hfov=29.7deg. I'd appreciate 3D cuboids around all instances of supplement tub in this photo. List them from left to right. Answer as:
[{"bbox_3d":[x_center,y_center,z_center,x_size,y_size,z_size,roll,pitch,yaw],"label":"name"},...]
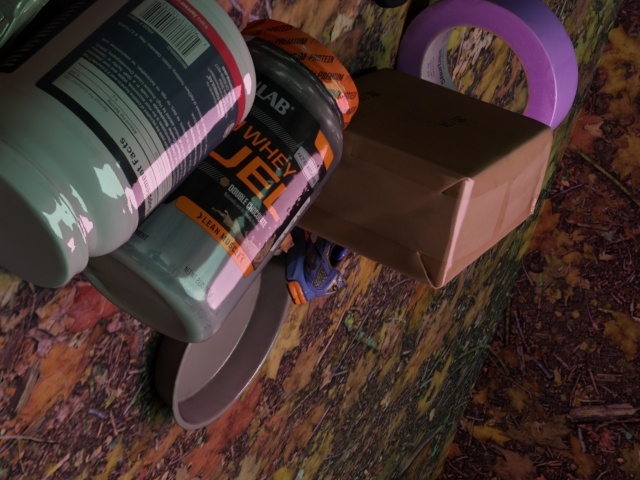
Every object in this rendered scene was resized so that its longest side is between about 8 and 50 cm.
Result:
[{"bbox_3d":[-0.205,-0.108,1.101,0.272,0.191,0.191,-49,156,-30],"label":"supplement tub"},{"bbox_3d":[-0.114,-0.072,1.341,0.338,0.207,0.207,-55,158,-21],"label":"supplement tub"}]

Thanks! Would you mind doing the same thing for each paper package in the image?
[{"bbox_3d":[0.127,-0.105,1.725,0.325,0.309,0.168,-32,140,-54],"label":"paper package"}]

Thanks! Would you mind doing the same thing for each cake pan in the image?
[{"bbox_3d":[-0.141,0.134,1.749,0.293,0.054,0.293,-49,156,-31],"label":"cake pan"}]

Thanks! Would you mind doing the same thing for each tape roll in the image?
[{"bbox_3d":[0.259,-0.261,1.894,0.090,0.274,0.275,-40,150,-45],"label":"tape roll"}]

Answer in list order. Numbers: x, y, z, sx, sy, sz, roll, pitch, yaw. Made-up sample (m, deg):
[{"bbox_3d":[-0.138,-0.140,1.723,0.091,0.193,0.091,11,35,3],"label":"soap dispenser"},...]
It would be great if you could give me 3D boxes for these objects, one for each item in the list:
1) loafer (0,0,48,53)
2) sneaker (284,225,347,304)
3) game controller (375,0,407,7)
[{"bbox_3d":[-0.261,-0.215,1.058,0.125,0.045,0.039,-53,176,-6],"label":"loafer"},{"bbox_3d":[0.000,0.000,1.782,0.083,0.087,0.221,74,15,-53],"label":"sneaker"},{"bbox_3d":[0.156,-0.481,1.706,0.319,0.067,0.166,-61,174,-2],"label":"game controller"}]
